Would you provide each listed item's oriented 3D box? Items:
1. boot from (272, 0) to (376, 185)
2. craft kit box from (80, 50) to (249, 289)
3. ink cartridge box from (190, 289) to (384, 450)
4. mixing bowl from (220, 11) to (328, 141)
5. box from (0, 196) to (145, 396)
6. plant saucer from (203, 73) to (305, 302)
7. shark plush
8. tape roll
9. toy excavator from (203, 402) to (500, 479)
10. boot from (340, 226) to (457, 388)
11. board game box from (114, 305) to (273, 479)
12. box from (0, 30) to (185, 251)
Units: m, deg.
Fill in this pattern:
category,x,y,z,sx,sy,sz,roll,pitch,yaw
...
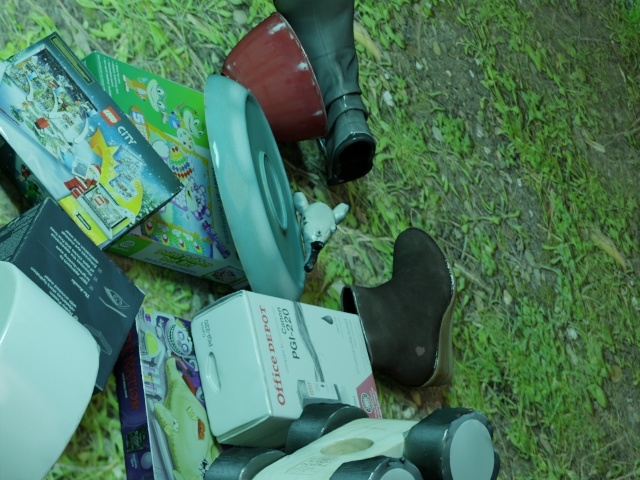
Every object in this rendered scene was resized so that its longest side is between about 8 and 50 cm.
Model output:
category,x,y,z,sx,sy,sz,roll,pitch,yaw
boot,0.022,-0.223,2.174,0.338,0.118,0.223,71,2,-68
craft kit box,-0.185,-0.082,1.960,0.246,0.061,0.250,20,51,-51
ink cartridge box,-0.036,0.157,1.872,0.218,0.092,0.159,13,55,-48
mixing bowl,-0.071,-0.200,2.137,0.181,0.098,0.181,156,-90,-80
box,-0.283,0.070,1.666,0.156,0.093,0.158,48,34,-22
plant saucer,-0.073,-0.056,1.976,0.317,0.043,0.318,-16,90,-82
shark plush,0.000,0.000,2.051,0.073,0.067,0.161,9,28,-13
tape roll,-0.322,0.154,1.369,0.100,0.286,0.286,44,36,-25
toy excavator,0.020,0.428,1.637,0.433,0.222,0.445,-22,104,-49
boot,0.103,0.077,2.210,0.207,0.090,0.248,20,54,-50
board game box,-0.129,0.254,1.792,0.208,0.056,0.347,25,47,-50
box,-0.279,-0.104,1.787,0.233,0.044,0.159,50,44,-1
